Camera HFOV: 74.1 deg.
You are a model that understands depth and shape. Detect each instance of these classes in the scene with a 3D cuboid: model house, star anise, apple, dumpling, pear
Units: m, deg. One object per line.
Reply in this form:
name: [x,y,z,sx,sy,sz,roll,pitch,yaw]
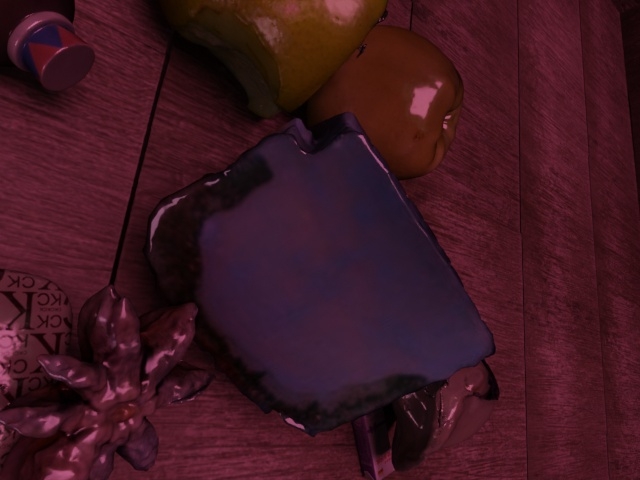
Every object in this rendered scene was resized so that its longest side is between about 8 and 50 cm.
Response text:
model house: [0.000,0.000,0.610,0.360,0.298,0.339,51,18,-17]
star anise: [-0.203,0.158,0.413,0.236,0.093,0.229,-48,140,-39]
apple: [0.110,-0.226,0.715,0.263,0.262,0.262,8,76,-37]
dumpling: [0.198,0.259,0.699,0.293,0.164,0.204,-35,124,-78]
pear: [-0.102,-0.321,0.576,0.282,0.286,0.176,39,79,-26]

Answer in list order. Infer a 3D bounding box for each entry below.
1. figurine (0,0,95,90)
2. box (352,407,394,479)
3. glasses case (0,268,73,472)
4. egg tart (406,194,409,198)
figurine: [-0.358,-0.274,0.422,0.276,0.158,0.161,34,72,-28]
box: [0.089,0.344,0.727,0.051,0.036,0.117,-8,87,-39]
glasses case: [-0.333,0.202,0.393,0.137,0.085,0.354,15,73,-37]
egg tart: [0.144,-0.066,0.843,0.129,0.049,0.128,10,73,-36]
